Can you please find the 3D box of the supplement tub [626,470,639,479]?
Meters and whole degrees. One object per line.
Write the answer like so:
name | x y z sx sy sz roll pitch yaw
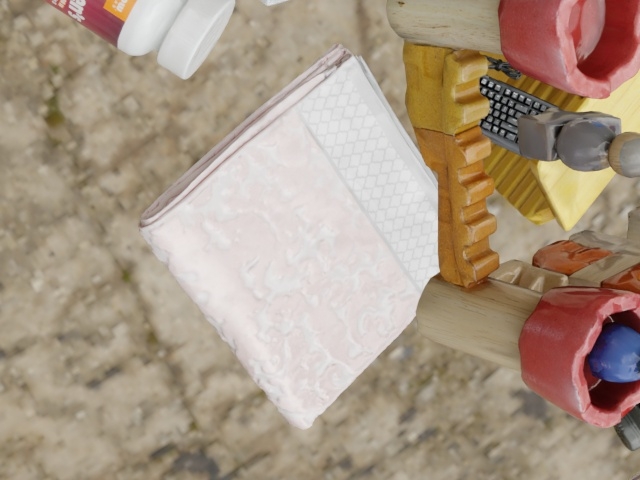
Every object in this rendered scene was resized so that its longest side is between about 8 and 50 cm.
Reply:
supplement tub | 0.403 0.402 1.566 0.241 0.241 0.331 -55 174 22

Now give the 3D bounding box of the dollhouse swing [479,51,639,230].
dollhouse swing | 0.250 -0.254 1.983 0.305 0.347 0.315 31 102 -31

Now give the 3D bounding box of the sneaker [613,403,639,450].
sneaker | 0.284 0.109 1.297 0.089 0.170 0.051 -25 128 4

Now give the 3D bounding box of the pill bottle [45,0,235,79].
pill bottle | -0.207 -0.269 1.494 0.121 0.221 0.121 -57 180 -1

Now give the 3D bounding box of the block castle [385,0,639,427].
block castle | 0.274 -0.084 0.973 0.453 0.213 0.303 -22 117 -37

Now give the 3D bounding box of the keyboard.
keyboard | 0.209 -0.185 1.802 0.023 0.180 0.108 131 -17 -83

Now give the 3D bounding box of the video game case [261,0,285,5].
video game case | -0.045 -0.213 1.038 0.087 0.122 0.011 -24 144 -38

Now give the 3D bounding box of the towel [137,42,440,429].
towel | 0.000 0.000 1.612 0.317 0.053 0.331 -43 120 -15
